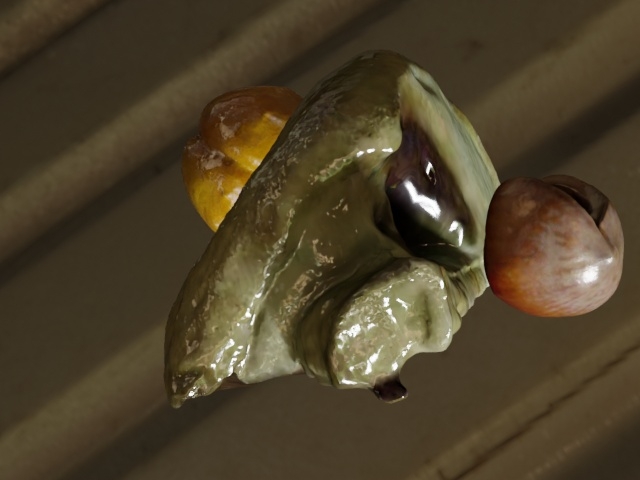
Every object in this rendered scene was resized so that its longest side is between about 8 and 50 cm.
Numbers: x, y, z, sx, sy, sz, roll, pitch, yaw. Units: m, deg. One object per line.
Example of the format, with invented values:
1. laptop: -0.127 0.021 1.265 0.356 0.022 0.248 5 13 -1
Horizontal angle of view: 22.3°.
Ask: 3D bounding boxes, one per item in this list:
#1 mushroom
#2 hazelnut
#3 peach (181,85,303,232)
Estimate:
1. mushroom: -0.006 0.000 1.074 0.217 0.212 0.292 -15 -163 17
2. hazelnut: 0.126 0.002 0.873 0.086 0.086 0.086 -15 -132 17
3. peach: -0.053 -0.064 1.379 0.138 0.138 0.138 -15 -132 17
